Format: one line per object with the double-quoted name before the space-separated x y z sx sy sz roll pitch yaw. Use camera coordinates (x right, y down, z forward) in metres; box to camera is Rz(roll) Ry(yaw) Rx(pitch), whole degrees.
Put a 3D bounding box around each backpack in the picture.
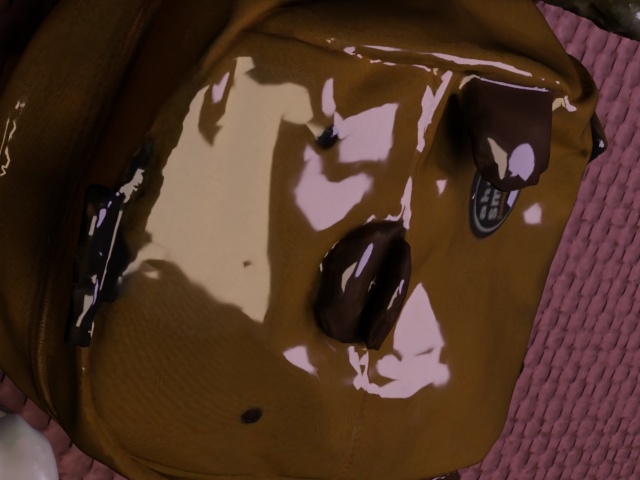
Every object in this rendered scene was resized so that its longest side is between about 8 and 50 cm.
"backpack" -0.005 0.000 0.713 0.378 0.201 0.354 -4 111 -44

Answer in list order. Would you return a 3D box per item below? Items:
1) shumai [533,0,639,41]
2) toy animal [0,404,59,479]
"shumai" 0.227 -0.249 0.787 0.256 0.189 0.218 -28 131 -34
"toy animal" -0.252 0.112 0.562 0.241 0.196 0.368 -38 135 -17
